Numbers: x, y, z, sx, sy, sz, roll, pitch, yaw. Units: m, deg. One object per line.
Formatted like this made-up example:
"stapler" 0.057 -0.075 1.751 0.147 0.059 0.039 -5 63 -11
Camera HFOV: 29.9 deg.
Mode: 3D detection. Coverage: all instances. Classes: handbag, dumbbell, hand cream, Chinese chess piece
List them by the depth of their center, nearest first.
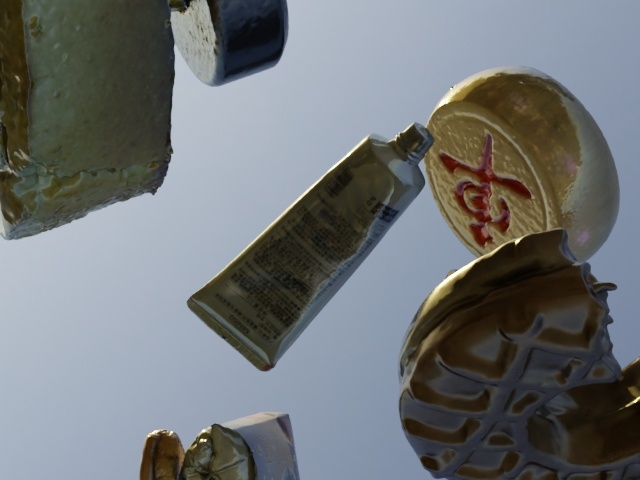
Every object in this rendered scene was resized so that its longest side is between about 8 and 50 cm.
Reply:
"dumbbell" -0.209 -0.199 1.056 0.322 0.204 0.204 -21 -143 -15
"hand cream" 0.000 0.000 1.288 0.341 0.124 0.078 -46 -172 24
"handbag" -0.087 0.251 1.306 0.095 0.173 0.117 -14 -99 21
"Chinese chess piece" 0.224 -0.074 1.367 0.097 0.251 0.251 -29 -150 -26

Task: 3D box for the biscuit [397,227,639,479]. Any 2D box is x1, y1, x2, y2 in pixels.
"biscuit" 0.216 0.145 1.103 0.268 0.366 0.115 -29 -140 28

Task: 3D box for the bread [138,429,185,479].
"bread" -0.172 0.245 1.301 0.083 0.046 0.081 -65 157 -78

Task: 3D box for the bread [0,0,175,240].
"bread" -0.183 -0.123 0.757 0.124 0.257 0.186 -29 -119 -28
